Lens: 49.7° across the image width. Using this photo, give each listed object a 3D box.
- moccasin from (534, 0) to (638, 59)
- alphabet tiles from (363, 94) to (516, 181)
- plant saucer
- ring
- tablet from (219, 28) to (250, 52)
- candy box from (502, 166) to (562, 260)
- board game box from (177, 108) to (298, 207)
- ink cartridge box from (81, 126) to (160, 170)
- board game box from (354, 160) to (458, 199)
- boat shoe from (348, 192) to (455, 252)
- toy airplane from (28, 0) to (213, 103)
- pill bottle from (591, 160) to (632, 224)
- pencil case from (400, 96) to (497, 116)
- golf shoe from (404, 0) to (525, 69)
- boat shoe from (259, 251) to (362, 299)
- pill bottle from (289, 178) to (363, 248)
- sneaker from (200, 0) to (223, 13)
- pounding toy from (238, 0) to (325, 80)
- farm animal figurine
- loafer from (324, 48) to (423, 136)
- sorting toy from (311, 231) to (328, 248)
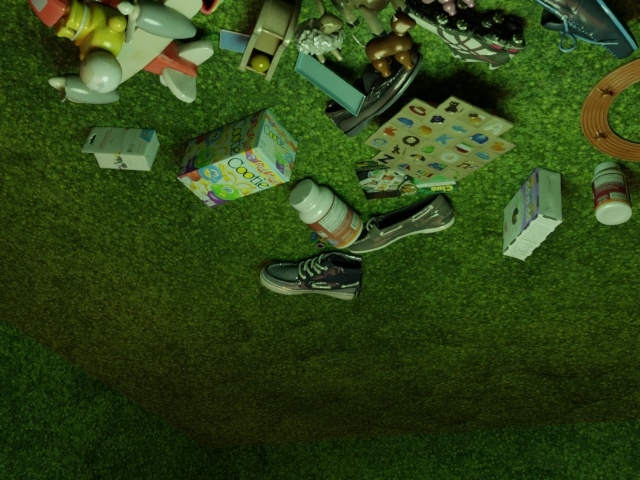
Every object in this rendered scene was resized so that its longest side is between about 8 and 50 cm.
[{"bbox_3d":[0.476,-0.467,1.356,0.342,0.137,0.117,37,124,-14],"label":"moccasin"},{"bbox_3d":[0.280,-0.233,1.651,0.285,0.011,0.342,19,155,-21],"label":"alphabet tiles"},{"bbox_3d":[0.023,-0.369,1.605,0.192,0.018,0.067,38,144,9],"label":"plant saucer"},{"bbox_3d":[0.779,-0.293,1.593,0.337,0.032,0.336,6,143,4],"label":"ring"},{"bbox_3d":[-0.193,-0.462,1.609,0.083,0.006,0.054,11,144,-3],"label":"tablet"},{"bbox_3d":[0.559,-0.069,1.835,0.070,0.164,0.196,17,144,-6],"label":"candy box"},{"bbox_3d":[-0.220,-0.213,1.838,0.275,0.142,0.144,-16,137,31],"label":"board game box"},{"bbox_3d":[-0.546,-0.253,1.893,0.182,0.104,0.061,5,143,8],"label":"ink cartridge box"},{"bbox_3d":[0.235,-0.173,1.886,0.260,0.030,0.136,-4,140,18],"label":"board game box"},{"bbox_3d":[0.219,-0.056,1.995,0.335,0.112,0.095,-17,119,24],"label":"boat shoe"},{"bbox_3d":[-0.428,-0.412,1.504,0.385,0.272,0.386,8,146,4],"label":"toy airplane"},{"bbox_3d":[0.729,-0.121,1.734,0.086,0.152,0.086,6,144,5],"label":"pill bottle"},{"bbox_3d":[0.307,-0.284,1.660,0.237,0.104,0.104,10,144,0],"label":"pencil case"},{"bbox_3d":[0.292,-0.434,1.457,0.273,0.105,0.120,18,150,-11],"label":"golf shoe"},{"bbox_3d":[-0.022,0.093,2.247,0.341,0.127,0.158,6,138,-8],"label":"boat shoe"},{"bbox_3d":[0.014,-0.079,1.986,0.121,0.121,0.216,-22,133,36],"label":"pill bottle"},{"bbox_3d":[-0.233,-0.558,1.413,0.082,0.094,0.208,4,142,10],"label":"sneaker"},{"bbox_3d":[-0.068,-0.444,1.479,0.155,0.154,0.269,19,143,-13],"label":"pounding toy"},{"bbox_3d":[0.124,-0.495,1.320,0.327,0.330,0.172,18,159,41],"label":"farm animal figurine"},{"bbox_3d":[0.116,-0.349,1.613,0.095,0.109,0.302,29,143,-18],"label":"loafer"},{"bbox_3d":[0.000,0.000,2.163,0.061,0.042,0.102,13,144,-5],"label":"sorting toy"}]
